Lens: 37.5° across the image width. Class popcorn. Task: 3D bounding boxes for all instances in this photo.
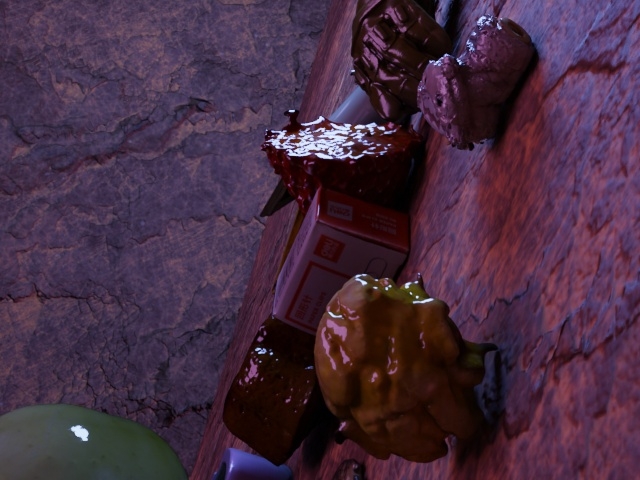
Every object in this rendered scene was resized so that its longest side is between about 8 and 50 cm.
[{"bbox_3d":[0.064,0.106,0.777,0.152,0.167,0.148,-37,44,-3],"label":"popcorn"}]

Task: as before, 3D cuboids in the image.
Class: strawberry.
[{"bbox_3d":[0.021,-0.078,1.328,0.234,0.233,0.178,-94,4,-70],"label":"strawberry"}]

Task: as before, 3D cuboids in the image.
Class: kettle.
[{"bbox_3d":[0.064,-0.169,1.472,0.148,0.098,0.127,-50,-28,6],"label":"kettle"}]

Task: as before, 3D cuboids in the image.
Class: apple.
[{"bbox_3d":[-0.414,0.491,1.464,0.473,0.473,0.474,-162,90,-82],"label":"apple"}]

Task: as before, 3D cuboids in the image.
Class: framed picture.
[{"bbox_3d":[0.018,-0.152,1.662,0.232,0.019,0.296,-34,-9,-27],"label":"framed picture"}]

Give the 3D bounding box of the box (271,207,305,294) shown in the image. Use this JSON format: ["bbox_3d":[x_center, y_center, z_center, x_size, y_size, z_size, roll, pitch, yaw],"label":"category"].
[{"bbox_3d":[0.000,0.000,1.653,0.301,0.083,0.193,142,145,-75],"label":"box"}]

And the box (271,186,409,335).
[{"bbox_3d":[0.025,0.038,1.246,0.099,0.133,0.182,-82,15,-54],"label":"box"}]

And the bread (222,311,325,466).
[{"bbox_3d":[-0.048,0.201,1.371,0.232,0.135,0.247,-61,-3,-40],"label":"bread"}]

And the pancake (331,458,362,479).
[{"bbox_3d":[0.012,0.340,1.063,0.199,0.021,0.199,-162,90,-82],"label":"pancake"}]

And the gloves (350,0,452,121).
[{"bbox_3d":[0.116,-0.310,1.356,0.154,0.141,0.331,124,162,-59],"label":"gloves"}]

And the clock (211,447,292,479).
[{"bbox_3d":[-0.144,0.498,1.484,0.338,0.102,0.339,-162,90,-83],"label":"clock"}]

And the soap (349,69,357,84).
[{"bbox_3d":[0.122,-0.343,1.622,0.233,0.076,0.135,167,119,-79],"label":"soap"}]

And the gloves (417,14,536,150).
[{"bbox_3d":[0.156,-0.163,0.971,0.144,0.094,0.110,-62,22,14],"label":"gloves"}]
